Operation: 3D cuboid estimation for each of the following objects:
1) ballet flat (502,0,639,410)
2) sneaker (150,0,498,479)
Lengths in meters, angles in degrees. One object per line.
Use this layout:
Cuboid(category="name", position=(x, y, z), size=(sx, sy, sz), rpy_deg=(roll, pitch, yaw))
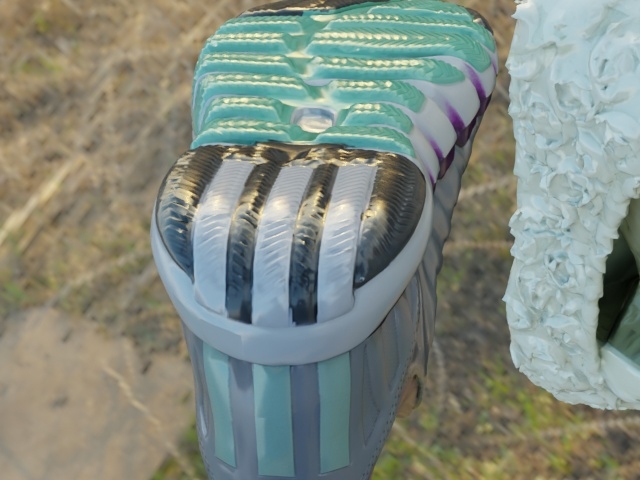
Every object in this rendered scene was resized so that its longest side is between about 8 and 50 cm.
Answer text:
Cuboid(category="ballet flat", position=(0.166, 0.010, 0.879), size=(0.147, 0.409, 0.147), rpy_deg=(-5, 61, 10))
Cuboid(category="sneaker", position=(0.000, 0.000, 0.489), size=(0.083, 0.098, 0.223), rpy_deg=(5, 24, 11))
